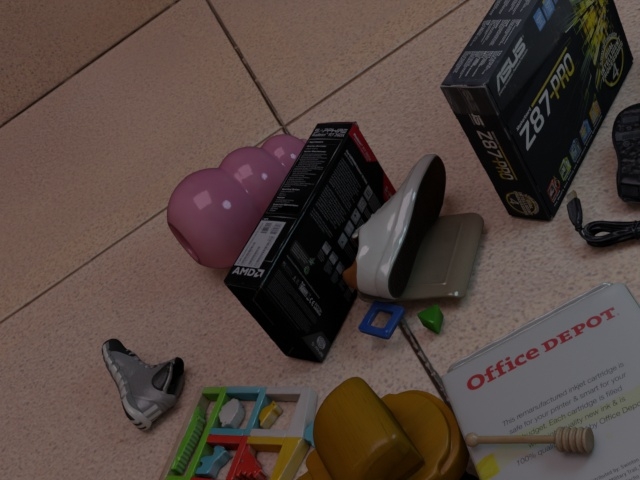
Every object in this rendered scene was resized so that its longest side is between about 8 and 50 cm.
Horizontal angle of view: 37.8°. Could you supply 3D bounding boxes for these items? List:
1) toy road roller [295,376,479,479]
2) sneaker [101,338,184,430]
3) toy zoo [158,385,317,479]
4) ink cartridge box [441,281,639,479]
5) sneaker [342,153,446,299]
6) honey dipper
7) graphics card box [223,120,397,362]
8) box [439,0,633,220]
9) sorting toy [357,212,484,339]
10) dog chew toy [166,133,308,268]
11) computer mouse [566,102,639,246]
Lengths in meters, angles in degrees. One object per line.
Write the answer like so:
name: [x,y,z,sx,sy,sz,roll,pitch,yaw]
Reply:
toy road roller: [0.049,0.333,1.260,0.330,0.240,0.202,-37,38,0]
sneaker: [-0.325,0.248,1.781,0.132,0.086,0.228,-33,48,-3]
toy zoo: [-0.121,0.332,1.564,0.293,0.030,0.192,-6,48,35]
ink cartridge box: [0.349,0.275,1.148,0.279,0.160,0.384,-30,39,11]
sneaker: [0.121,-0.037,1.612,0.123,0.106,0.290,7,56,35]
honey dipper: [0.244,0.238,1.116,0.161,0.030,0.030,-9,46,35]
graphics card box: [0.000,0.000,1.646,0.094,0.232,0.370,5,55,36]
box: [0.379,-0.282,1.570,0.097,0.318,0.395,9,56,44]
sorting toy: [0.179,0.036,1.624,0.196,0.047,0.347,-3,49,31]
dog chew toy: [-0.145,-0.093,1.896,0.332,0.206,0.207,-38,37,-15]
computer mouse: [0.488,-0.096,1.508,0.184,0.060,0.262,-13,55,22]
